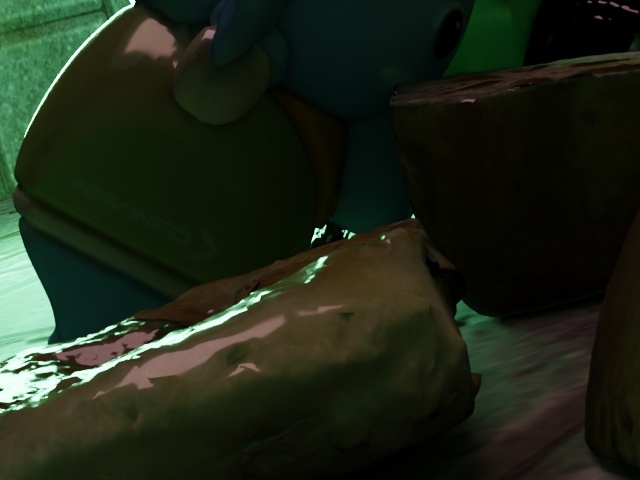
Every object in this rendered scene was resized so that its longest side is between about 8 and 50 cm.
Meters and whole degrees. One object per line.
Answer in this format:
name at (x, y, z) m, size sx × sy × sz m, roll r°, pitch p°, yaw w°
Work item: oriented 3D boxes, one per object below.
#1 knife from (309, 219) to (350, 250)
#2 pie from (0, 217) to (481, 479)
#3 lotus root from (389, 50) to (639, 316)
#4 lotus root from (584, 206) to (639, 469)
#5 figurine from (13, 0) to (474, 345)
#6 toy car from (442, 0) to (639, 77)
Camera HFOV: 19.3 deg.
knife at (0.003, -0.006, 0.888) m, size 0.021 × 0.046 × 0.222 m, roll 27°, pitch 4°, yaw -4°
pie at (-0.045, 0.045, 0.495) m, size 0.185 × 0.052 × 0.218 m, roll -22°, pitch 4°, yaw 0°
lotus root at (0.087, -0.027, 0.640) m, size 0.112 × 0.081 × 0.122 m, roll -14°, pitch 6°, yaw 9°
lotus root at (0.141, -0.012, 0.389) m, size 0.183 × 0.078 × 0.203 m, roll -17°, pitch 4°, yaw -12°
figurine at (-0.021, -0.074, 0.730) m, size 0.154 × 0.262 × 0.180 m, roll 39°, pitch 24°, yaw 27°
toy car at (0.140, -0.122, 0.835) m, size 0.358 × 0.176 × 0.213 m, roll 2°, pitch 17°, yaw 46°
